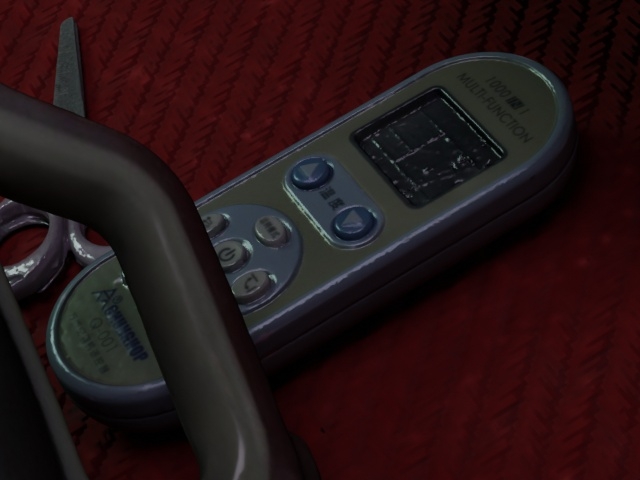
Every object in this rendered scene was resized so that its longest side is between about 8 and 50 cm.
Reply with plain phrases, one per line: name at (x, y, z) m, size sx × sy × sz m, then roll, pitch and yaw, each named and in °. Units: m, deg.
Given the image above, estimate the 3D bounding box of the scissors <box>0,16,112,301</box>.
scissors at (-0.121, -0.046, 0.775) m, size 0.100 × 0.015 × 0.189 m, roll -13°, pitch 45°, yaw 4°

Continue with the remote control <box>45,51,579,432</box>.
remote control at (0.000, 0.000, 0.674) m, size 0.244 × 0.047 × 0.087 m, roll -30°, pitch 45°, yaw -9°

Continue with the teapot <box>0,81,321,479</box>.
teapot at (-0.165, 0.067, 0.538) m, size 0.315 × 0.233 × 0.312 m, roll -29°, pitch 86°, yaw -28°
